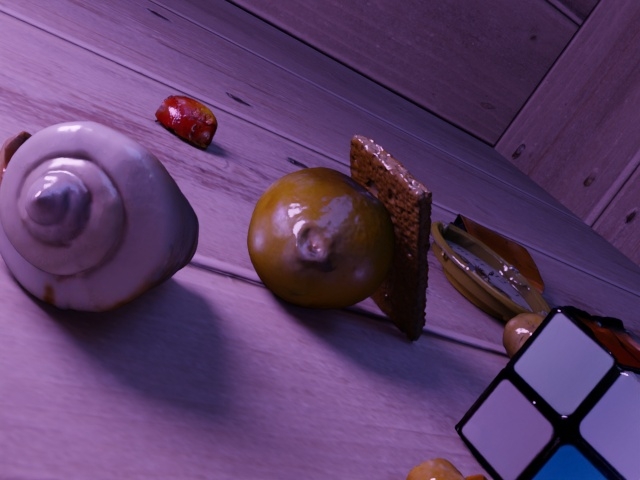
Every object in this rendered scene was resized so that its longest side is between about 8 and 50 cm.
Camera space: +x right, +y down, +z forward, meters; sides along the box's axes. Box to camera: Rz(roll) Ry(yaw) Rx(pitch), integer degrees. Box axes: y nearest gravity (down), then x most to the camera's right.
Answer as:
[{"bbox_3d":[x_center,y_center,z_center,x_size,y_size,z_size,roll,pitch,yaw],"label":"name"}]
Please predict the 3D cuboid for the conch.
[{"bbox_3d":[-0.164,0.001,0.728,0.158,0.127,0.255,8,-15,16],"label":"conch"}]

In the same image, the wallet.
[{"bbox_3d":[0.318,0.028,1.740,0.161,0.042,0.195,26,19,-13],"label":"wallet"}]

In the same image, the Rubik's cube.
[{"bbox_3d":[0.271,0.185,0.919,0.183,0.167,0.180,12,28,-52],"label":"Rubik's cube"}]

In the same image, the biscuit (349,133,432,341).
[{"bbox_3d":[0.077,-0.001,1.054,0.025,0.230,0.131,-26,49,-22],"label":"biscuit"}]

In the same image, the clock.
[{"bbox_3d":[0.251,0.061,1.463,0.237,0.057,0.237,33,17,-11],"label":"clock"}]

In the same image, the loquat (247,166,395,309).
[{"bbox_3d":[0.000,0.000,0.967,0.152,0.152,0.195,36,4,4],"label":"loquat"}]

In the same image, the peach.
[{"bbox_3d":[-0.176,-0.163,1.275,0.083,0.050,0.077,27,15,-11],"label":"peach"}]

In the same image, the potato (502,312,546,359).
[{"bbox_3d":[0.313,0.161,1.250,0.170,0.080,0.107,36,3,12],"label":"potato"}]

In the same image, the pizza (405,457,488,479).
[{"bbox_3d":[0.210,0.267,0.709,0.335,0.086,0.226,37,17,14],"label":"pizza"}]
